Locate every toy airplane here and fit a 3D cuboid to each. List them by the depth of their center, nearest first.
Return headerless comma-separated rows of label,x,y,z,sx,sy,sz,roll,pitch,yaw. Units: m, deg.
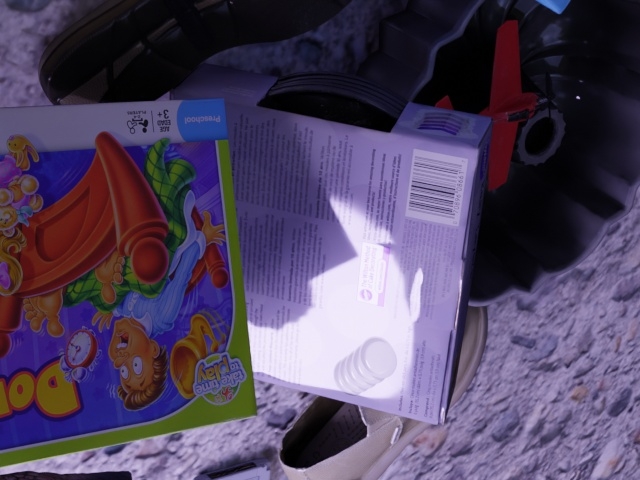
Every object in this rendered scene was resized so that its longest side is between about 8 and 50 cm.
toy airplane,0.131,-0.099,1.114,0.151,0.028,0.151,-18,125,-28

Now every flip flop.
flip flop,-0.086,-0.184,1.040,0.277,0.080,0.112,-30,136,1

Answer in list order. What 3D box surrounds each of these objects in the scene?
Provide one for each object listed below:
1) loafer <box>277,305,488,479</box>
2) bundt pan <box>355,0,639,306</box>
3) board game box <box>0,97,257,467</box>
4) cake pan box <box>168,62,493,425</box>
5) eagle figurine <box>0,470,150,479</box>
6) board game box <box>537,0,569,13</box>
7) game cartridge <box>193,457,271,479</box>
loafer,0.057,0.144,1.331,0.268,0.102,0.092,-55,141,5
bundt pan,0.156,-0.113,1.230,0.331,0.124,0.331,-19,126,-28
board game box,-0.218,0.031,0.936,0.347,0.078,0.233,-7,91,-35
cake pan box,0.000,0.000,1.111,0.070,0.245,0.267,-59,156,-58
eagle figurine,-0.288,0.171,1.013,0.298,0.225,0.226,-24,132,0
board game box,0.032,-0.271,0.895,0.064,0.242,0.316,-57,152,8
game cartridge,-0.087,0.242,1.342,0.083,0.017,0.056,-10,119,-33
